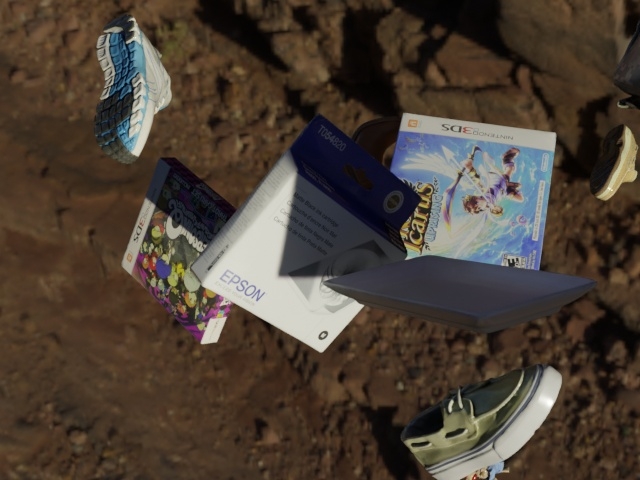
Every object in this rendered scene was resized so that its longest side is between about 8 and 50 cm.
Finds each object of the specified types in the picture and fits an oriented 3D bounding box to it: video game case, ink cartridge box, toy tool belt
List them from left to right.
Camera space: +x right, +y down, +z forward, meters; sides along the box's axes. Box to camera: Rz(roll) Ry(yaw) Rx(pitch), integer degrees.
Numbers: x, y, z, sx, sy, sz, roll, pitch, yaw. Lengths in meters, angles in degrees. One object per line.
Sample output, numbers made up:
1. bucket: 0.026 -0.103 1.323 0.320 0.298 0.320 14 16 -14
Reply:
1. video game case: -0.210 0.013 1.675 0.042 0.210 0.232 -5 36 -49
2. ink cartridge box: 0.000 0.000 1.198 0.224 0.223 0.045 -51 44 6
3. video game case: 0.221 -0.061 1.608 0.244 0.061 0.269 8 59 10
4. toy tool belt: 0.297 0.410 1.868 0.051 0.052 0.083 28 32 27

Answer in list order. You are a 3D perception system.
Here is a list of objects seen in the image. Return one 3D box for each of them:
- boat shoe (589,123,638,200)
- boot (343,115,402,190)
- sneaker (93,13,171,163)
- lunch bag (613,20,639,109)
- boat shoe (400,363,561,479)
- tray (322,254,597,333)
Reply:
1. boat shoe: 0.543 -0.131 1.908 0.072 0.068 0.190 42 51 -15
2. boot: 0.086 -0.108 1.740 0.197 0.073 0.152 -30 62 -6
3. sneaker: -0.190 -0.154 1.129 0.071 0.083 0.190 -24 51 26
4. lunch bag: 0.406 -0.213 0.861 0.256 0.305 0.213 26 18 22
5. boat shoe: 0.200 0.236 1.383 0.094 0.302 0.109 35 49 -3
6. tray: 0.130 0.053 1.050 0.145 0.030 0.270 -12 10 -29
